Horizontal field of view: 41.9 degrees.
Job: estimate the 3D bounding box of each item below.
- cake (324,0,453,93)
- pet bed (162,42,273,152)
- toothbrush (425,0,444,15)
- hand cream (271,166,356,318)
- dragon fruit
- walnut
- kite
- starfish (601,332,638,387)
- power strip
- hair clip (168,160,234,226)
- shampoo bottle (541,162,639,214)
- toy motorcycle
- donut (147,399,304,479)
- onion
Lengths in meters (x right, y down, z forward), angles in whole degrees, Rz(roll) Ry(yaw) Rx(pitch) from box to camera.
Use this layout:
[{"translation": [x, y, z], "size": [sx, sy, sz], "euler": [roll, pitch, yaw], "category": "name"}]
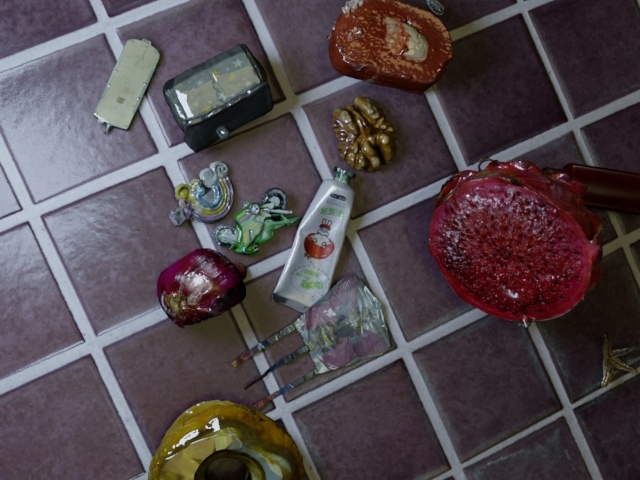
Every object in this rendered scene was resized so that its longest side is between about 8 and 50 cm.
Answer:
[{"translation": [0.153, -0.441, 1.865], "size": [0.283, 0.151, 0.176], "euler": [12, 89, -6], "category": "cake"}, {"translation": [-0.209, -0.293, 1.768], "size": [0.211, 0.183, 0.159], "euler": [-28, 92, -11], "category": "pet bed"}, {"translation": [0.186, -0.633, 1.942], "size": [0.024, 0.026, 0.288], "euler": [-44, 96, -8], "category": "toothbrush"}, {"translation": [0.000, 0.000, 1.868], "size": [0.121, 0.076, 0.335], "euler": [20, 91, -10], "category": "hand cream"}, {"translation": [0.444, -0.019, 1.832], "size": [0.249, 0.387, 0.370], "euler": [-47, 127, -45], "category": "dragon fruit"}, {"translation": [0.102, -0.238, 1.889], "size": [0.143, 0.069, 0.170], "euler": [-33, 97, -12], "category": "walnut"}, {"translation": [-0.018, 0.229, 1.868], "size": [0.361, 0.022, 0.204], "euler": [-27, 100, -11], "category": "kite"}, {"translation": [0.700, 0.274, 2.005], "size": [0.133, 0.041, 0.130], "euler": [-29, 100, -13], "category": "starfish"}, {"translation": [-0.419, -0.330, 1.805], "size": [0.080, 0.029, 0.226], "euler": [24, 83, -12], "category": "power strip"}, {"translation": [-0.252, -0.091, 1.826], "size": [0.172, 0.049, 0.116], "euler": [-35, 108, -19], "category": "hair clip"}, {"translation": [0.651, -0.127, 1.998], "size": [0.260, 0.064, 0.102], "euler": [7, 87, -11], "category": "shampoo bottle"}, {"translation": [-0.140, -0.031, 1.832], "size": [0.190, 0.074, 0.106], "euler": [-37, 105, -11], "category": "toy motorcycle"}, {"translation": [-0.194, 0.490, 1.755], "size": [0.330, 0.160, 0.329], "euler": [3, 80, -14], "category": "donut"}, {"translation": [-0.234, 0.083, 1.767], "size": [0.218, 0.195, 0.139], "euler": [-35, 95, -45], "category": "onion"}]
